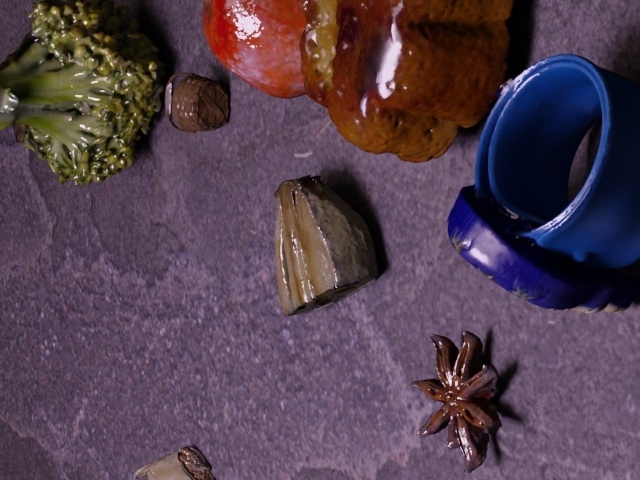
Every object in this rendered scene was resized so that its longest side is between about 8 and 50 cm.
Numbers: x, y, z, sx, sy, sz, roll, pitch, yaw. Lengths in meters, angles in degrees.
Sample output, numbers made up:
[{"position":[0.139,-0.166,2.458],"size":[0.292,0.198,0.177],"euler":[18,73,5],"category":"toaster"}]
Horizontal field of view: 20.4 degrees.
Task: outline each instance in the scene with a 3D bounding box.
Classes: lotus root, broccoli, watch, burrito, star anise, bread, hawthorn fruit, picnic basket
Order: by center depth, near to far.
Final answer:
[{"position":[0.210,-0.054,1.504],"size":[0.200,0.171,0.196],"euler":[-59,44,21],"category":"watch"},{"position":[0.076,-0.202,1.694],"size":[0.232,0.135,0.247],"euler":[44,128,51],"category":"bread"},{"position":[0.139,0.151,1.721],"size":[0.141,0.042,0.141],"euler":[13,105,59],"category":"star anise"},{"position":[-0.043,-0.238,1.837],"size":[0.173,0.173,0.173],"euler":[10,102,56],"category":"hawthorn fruit"},{"position":[0.004,-0.001,1.889],"size":[0.143,0.070,0.144],"euler":[-18,82,62],"category":"lotus root"},{"position":[-0.154,-0.163,2.108],"size":[0.083,0.072,0.072],"euler":[9,102,43],"category":"picnic basket"},{"position":[-0.294,-0.176,2.197],"size":[0.180,0.273,0.242],"euler":[24,120,17],"category":"broccoli"},{"position":[-0.185,0.292,2.237],"size":[0.149,0.041,0.055],"euler":[-22,88,52],"category":"burrito"}]
